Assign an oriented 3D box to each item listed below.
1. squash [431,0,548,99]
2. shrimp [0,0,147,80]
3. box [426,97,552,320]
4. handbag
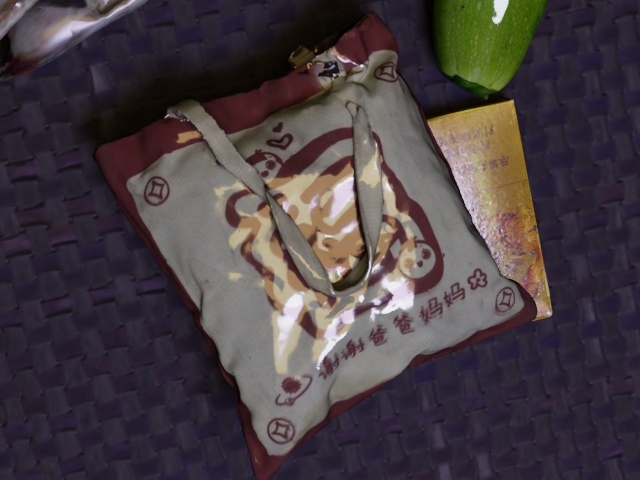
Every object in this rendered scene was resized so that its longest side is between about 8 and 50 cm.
[{"bbox_3d":[0.126,-0.235,0.865,0.082,0.082,0.292,10,99,-12],"label":"squash"},{"bbox_3d":[-0.154,-0.155,0.765,0.360,0.247,0.085,-32,81,8],"label":"shrimp"},{"bbox_3d":[0.103,-0.013,0.934,0.089,0.022,0.156,-15,103,-6],"label":"box"},{"bbox_3d":[0.000,0.000,0.868,0.213,0.127,0.235,-28,92,-5],"label":"handbag"}]
